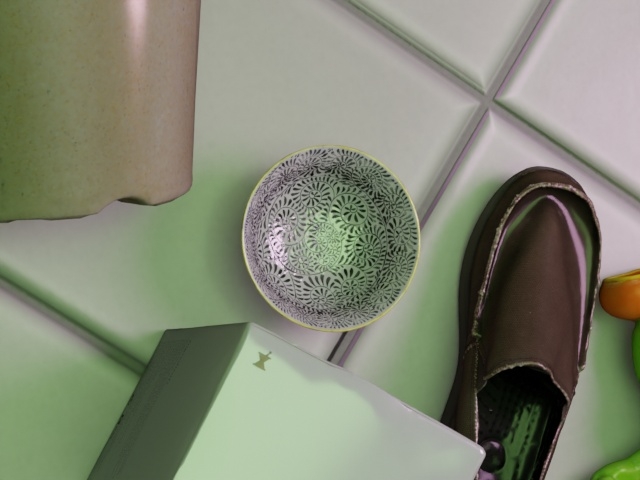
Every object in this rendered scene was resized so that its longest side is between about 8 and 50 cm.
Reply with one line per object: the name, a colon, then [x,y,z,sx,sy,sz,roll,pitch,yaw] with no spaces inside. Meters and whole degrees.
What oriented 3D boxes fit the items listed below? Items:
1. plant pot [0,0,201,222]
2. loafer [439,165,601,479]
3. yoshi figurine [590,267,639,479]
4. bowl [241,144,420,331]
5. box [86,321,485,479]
plant pot: [-0.229,-0.180,1.502,0.334,0.334,0.305,-7,100,-16]
loafer: [0.200,0.109,1.676,0.134,0.130,0.366,13,83,-15]
yoshi figurine: [0.360,0.204,1.687,0.203,0.203,0.362,-9,93,-13]
bowl: [0.000,0.000,1.653,0.170,0.080,0.170,1,86,-16]
box: [-0.044,0.190,1.491,0.215,0.345,0.168,29,79,-12]
